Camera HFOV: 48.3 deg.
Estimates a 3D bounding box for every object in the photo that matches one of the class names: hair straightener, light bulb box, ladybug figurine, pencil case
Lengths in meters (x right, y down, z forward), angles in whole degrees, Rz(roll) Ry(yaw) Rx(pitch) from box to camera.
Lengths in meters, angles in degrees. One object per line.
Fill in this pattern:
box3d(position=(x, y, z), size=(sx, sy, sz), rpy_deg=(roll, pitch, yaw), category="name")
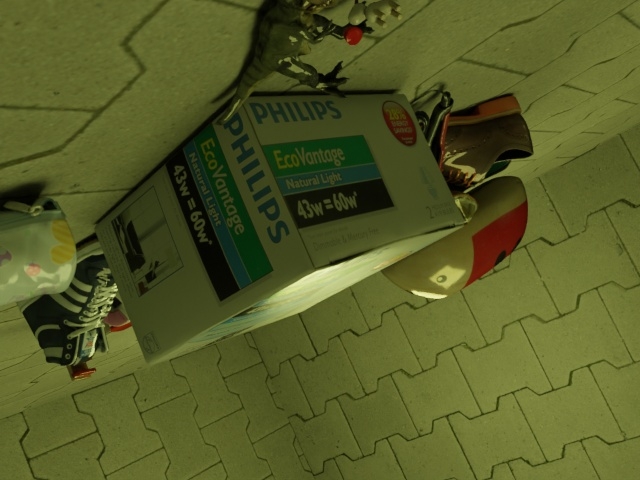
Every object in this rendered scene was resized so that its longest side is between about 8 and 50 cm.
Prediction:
box3d(position=(0.171, -0.166, 1.193), size=(0.089, 0.047, 0.230), rpy_deg=(-13, 150, -11), category="hair straightener")
box3d(position=(-0.057, -0.022, 1.020), size=(0.361, 0.225, 0.358), rpy_deg=(-31, 169, 40), category="light bulb box")
box3d(position=(0.321, -0.004, 1.598), size=(0.449, 0.161, 0.305), rpy_deg=(-32, 180, -38), category="ladybug figurine")
box3d(position=(-0.399, 0.030, 0.751), size=(0.273, 0.113, 0.124), rpy_deg=(-18, 160, -41), category="pencil case")

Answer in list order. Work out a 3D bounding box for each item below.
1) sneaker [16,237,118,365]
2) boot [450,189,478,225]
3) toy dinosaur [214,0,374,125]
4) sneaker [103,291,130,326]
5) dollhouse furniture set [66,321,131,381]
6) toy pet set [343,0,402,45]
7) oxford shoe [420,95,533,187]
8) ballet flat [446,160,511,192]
box3d(position=(-0.361, 0.100, 1.131), size=(0.282, 0.153, 0.099), rpy_deg=(-30, 171, 29), category="sneaker")
box3d(position=(0.196, -0.074, 1.448), size=(0.270, 0.089, 0.236), rpy_deg=(9, -164, 41), category="boot")
box3d(position=(-0.019, -0.185, 0.702), size=(0.118, 0.064, 0.268), rpy_deg=(-5, 164, -23), category="toy dinosaur")
box3d(position=(-0.292, 0.044, 1.233), size=(0.236, 0.095, 0.104), rpy_deg=(-38, -167, 11), category="sneaker")
box3d(position=(-0.420, 0.179, 1.502), size=(0.259, 0.135, 0.262), rpy_deg=(-26, 171, 7), category="dollhouse furniture set")
box3d(position=(0.043, -0.240, 0.571), size=(0.114, 0.065, 0.122), rpy_deg=(-27, 135, -13), category="toy pet set")
box3d(position=(0.247, -0.158, 1.349), size=(0.364, 0.132, 0.130), rpy_deg=(-23, 172, -14), category="oxford shoe")
box3d(position=(0.282, -0.148, 1.677), size=(0.343, 0.116, 0.124), rpy_deg=(-29, -170, 4), category="ballet flat")
